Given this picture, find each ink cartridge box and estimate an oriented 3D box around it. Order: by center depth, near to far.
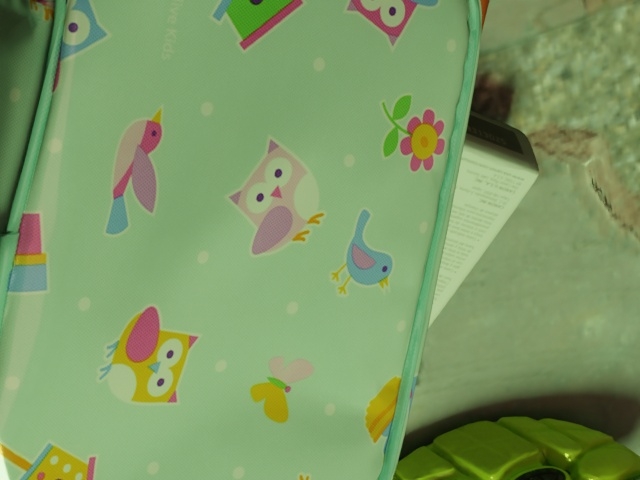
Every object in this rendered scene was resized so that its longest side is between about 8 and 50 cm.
[{"bbox_3d":[0.000,0.000,0.881,0.145,0.045,0.179,18,126,-26],"label":"ink cartridge box"}]

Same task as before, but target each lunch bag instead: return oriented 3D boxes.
[{"bbox_3d":[-0.051,-0.001,0.724,0.224,0.108,0.279,5,101,-38],"label":"lunch bag"}]

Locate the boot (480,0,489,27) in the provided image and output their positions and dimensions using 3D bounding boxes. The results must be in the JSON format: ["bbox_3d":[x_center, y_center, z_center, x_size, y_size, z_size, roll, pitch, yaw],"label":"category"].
[{"bbox_3d":[0.083,-0.142,0.822,0.085,0.059,0.158,2,113,-24],"label":"boot"}]

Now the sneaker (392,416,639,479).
[{"bbox_3d":[0.049,0.192,0.956,0.295,0.109,0.123,-27,143,-7],"label":"sneaker"}]
